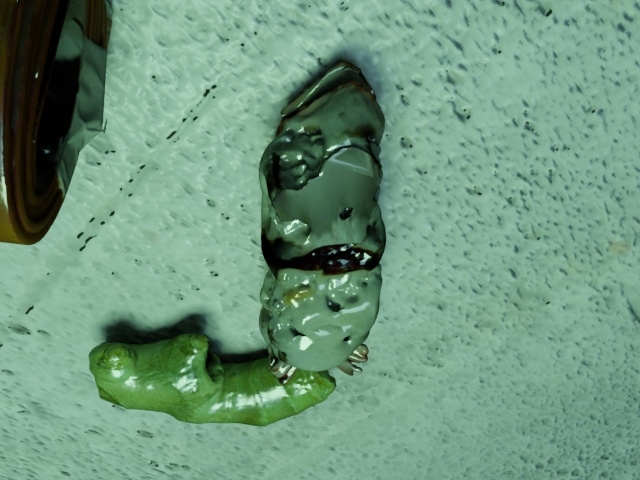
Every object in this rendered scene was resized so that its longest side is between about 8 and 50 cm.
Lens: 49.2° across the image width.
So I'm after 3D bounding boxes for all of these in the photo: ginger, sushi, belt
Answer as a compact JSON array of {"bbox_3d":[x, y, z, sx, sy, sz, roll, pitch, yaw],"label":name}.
[{"bbox_3d":[-0.128,0.166,0.828,0.290,0.089,0.137,17,117,-17],"label":"ginger"},{"bbox_3d":[0.000,0.000,0.680,0.124,0.130,0.332,-2,128,-5],"label":"sushi"},{"bbox_3d":[-0.220,-0.126,0.488,0.105,0.261,0.184,4,160,-4],"label":"belt"}]
